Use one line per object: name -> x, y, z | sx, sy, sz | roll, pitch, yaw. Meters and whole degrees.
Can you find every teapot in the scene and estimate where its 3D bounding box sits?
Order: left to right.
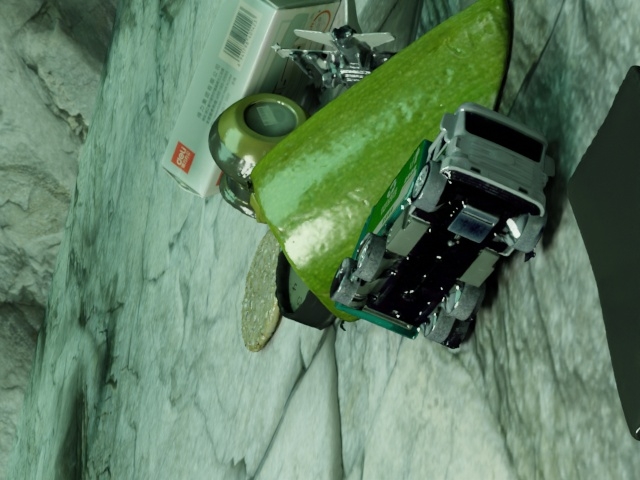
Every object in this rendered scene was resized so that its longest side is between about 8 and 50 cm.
teapot -> -0.061, -0.082, 1.884 | 0.119, 0.130, 0.165 | 100, 166, -46

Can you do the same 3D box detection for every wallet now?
wallet -> 0.212, 0.004, 1.094 | 0.244, 0.025, 0.124 | -98, 27, -47

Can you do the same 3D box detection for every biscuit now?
biscuit -> -0.064, 0.057, 1.955 | 0.152, 0.020, 0.152 | -168, 90, -73

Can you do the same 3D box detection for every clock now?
clock -> 0.000, 0.000, 1.757 | 0.184, 0.040, 0.184 | -167, 90, -74

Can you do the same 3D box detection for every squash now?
squash -> 0.098, -0.054, 1.502 | 0.289, 0.203, 0.111 | -32, 30, 14

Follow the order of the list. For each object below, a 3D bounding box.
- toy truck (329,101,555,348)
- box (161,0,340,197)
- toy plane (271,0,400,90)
toy truck -> 0.093, -0.005, 1.353 | 0.253, 0.114, 0.124 | 124, 164, -49
box -> -0.083, -0.184, 1.987 | 0.079, 0.135, 0.269 | 37, 120, 24
toy plane -> 0.043, -0.156, 1.570 | 0.234, 0.160, 0.082 | 60, -143, -62
